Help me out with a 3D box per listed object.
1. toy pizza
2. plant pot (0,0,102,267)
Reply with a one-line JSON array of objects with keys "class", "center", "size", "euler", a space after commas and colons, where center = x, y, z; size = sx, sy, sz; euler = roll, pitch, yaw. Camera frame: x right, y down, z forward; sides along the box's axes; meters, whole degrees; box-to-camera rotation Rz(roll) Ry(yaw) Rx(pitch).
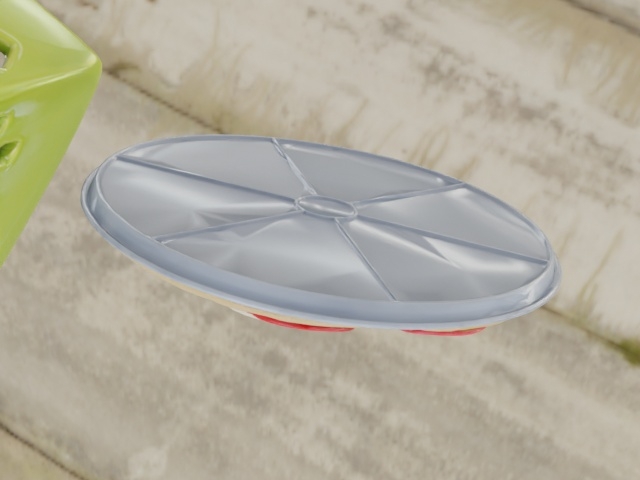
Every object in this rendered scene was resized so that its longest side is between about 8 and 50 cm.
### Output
[{"class": "toy pizza", "center": [0.000, 0.000, 0.545], "size": [0.201, 0.032, 0.201], "euler": [9, -160, -3]}, {"class": "plant pot", "center": [-0.274, -0.043, 0.585], "size": [0.227, 0.228, 0.207], "euler": [38, -156, 5]}]
